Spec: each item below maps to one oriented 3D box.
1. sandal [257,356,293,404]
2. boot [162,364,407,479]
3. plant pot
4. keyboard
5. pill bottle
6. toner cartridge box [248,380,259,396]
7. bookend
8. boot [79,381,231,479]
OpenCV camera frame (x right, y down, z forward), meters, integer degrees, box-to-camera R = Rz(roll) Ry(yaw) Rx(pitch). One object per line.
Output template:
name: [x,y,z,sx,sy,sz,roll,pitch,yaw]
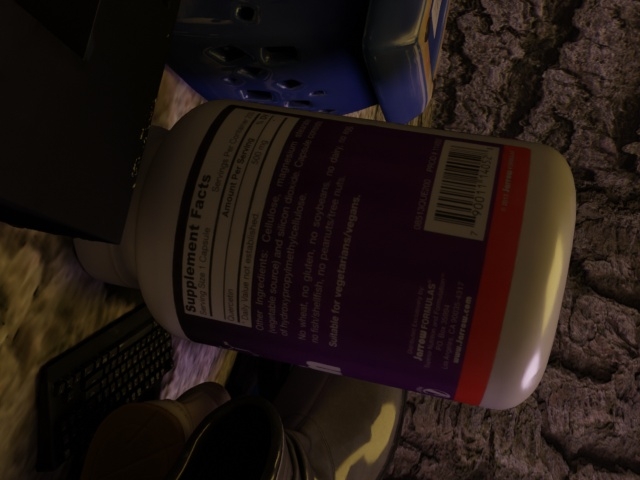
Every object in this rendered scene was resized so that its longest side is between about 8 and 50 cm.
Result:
sandal: [-0.061,0.054,0.836,0.445,0.107,0.167,-84,177,-65]
boot: [-0.021,0.162,0.512,0.222,0.118,0.338,73,33,-54]
plant pot: [0.004,-0.230,0.577,0.236,0.212,0.236,31,70,-76]
keyboard: [-0.165,0.121,0.544,0.180,0.023,0.108,-40,139,-70]
pill bottle: [0.000,0.000,0.481,0.181,0.323,0.181,10,90,-78]
toner cartridge box: [-0.058,0.260,0.876,0.348,0.075,0.165,-56,157,-35]
bookend: [-0.147,-0.091,0.328,0.157,0.072,0.156,44,56,-75]
boot: [-0.151,0.251,0.564,0.203,0.095,0.262,44,62,-83]
